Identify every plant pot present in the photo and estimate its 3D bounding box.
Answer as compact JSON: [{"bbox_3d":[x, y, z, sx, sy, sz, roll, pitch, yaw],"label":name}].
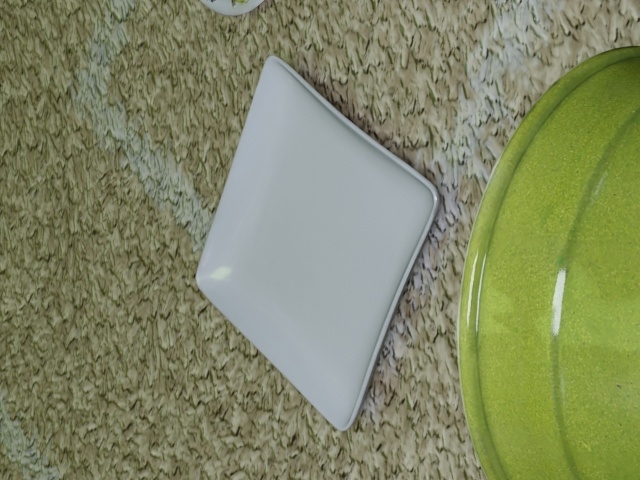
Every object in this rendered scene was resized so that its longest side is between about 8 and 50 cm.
[{"bbox_3d":[0.340,0.063,1.237,0.353,0.366,0.367,9,101,46],"label":"plant pot"}]

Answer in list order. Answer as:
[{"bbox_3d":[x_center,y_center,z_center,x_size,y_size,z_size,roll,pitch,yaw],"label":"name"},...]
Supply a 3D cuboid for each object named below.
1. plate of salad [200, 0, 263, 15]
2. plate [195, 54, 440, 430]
[{"bbox_3d":[-0.098,-0.330,1.943,0.200,0.048,0.200,7,100,48],"label":"plate of salad"},{"bbox_3d":[0.000,0.000,1.864,0.278,0.045,0.277,43,123,39],"label":"plate"}]
